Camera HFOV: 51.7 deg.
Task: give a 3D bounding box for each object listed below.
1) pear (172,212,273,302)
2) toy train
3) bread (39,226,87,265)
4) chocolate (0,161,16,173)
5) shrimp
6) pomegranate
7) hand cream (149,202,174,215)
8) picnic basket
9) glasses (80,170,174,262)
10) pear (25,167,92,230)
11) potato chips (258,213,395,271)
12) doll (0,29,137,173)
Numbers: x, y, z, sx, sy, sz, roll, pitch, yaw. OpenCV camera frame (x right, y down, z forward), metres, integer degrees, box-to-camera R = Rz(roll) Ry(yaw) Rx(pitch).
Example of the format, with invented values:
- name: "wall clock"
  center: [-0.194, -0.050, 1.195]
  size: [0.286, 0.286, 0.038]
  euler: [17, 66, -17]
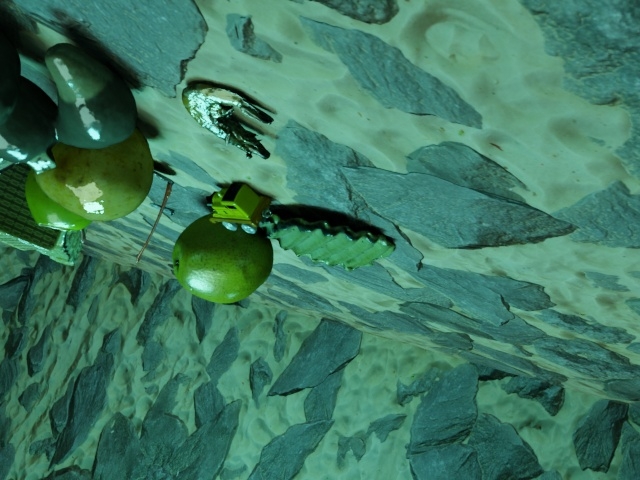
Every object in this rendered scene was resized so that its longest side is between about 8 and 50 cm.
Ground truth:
- name: "pear"
  center: [-0.287, 0.047, 1.912]
  size: [0.294, 0.294, 0.294]
  euler: [18, 166, 5]
- name: "toy train"
  center: [-0.215, -0.088, 1.687]
  size: [0.219, 0.089, 0.127]
  euler: [7, 150, 43]
- name: "bread"
  center: [-1.005, -0.080, 2.432]
  size: [0.264, 0.239, 0.395]
  euler: [21, 163, -7]
- name: "chocolate"
  center: [-0.757, -0.289, 1.483]
  size: [0.100, 0.185, 0.303]
  euler: [55, 173, 25]
- name: "shrimp"
  center: [-0.152, -0.216, 1.208]
  size: [0.150, 0.051, 0.217]
  euler: [-7, 148, 45]
- name: "pomegranate"
  center: [-0.499, -0.166, 1.463]
  size: [0.261, 0.260, 0.260]
  euler: [18, 166, 5]
- name: "hand cream"
  center: [-0.517, -0.104, 2.163]
  size: [0.093, 0.019, 0.030]
  euler: [22, 169, 18]
- name: "picnic basket"
  center: [-0.770, -0.149, 1.726]
  size: [0.175, 0.312, 0.228]
  euler: [-1, 156, 45]
- name: "glasses"
  center: [-0.527, -0.090, 1.739]
  size: [0.234, 0.268, 0.118]
  euler: [18, -177, 3]
- name: "pear"
  center: [-0.622, -0.134, 1.629]
  size: [0.188, 0.219, 0.187]
  euler: [11, 173, 1]
- name: "potato chips"
  center: [0.000, 0.000, 1.775]
  size: [0.359, 0.070, 0.429]
  euler: [20, 167, -12]
- name: "doll"
  center: [-0.562, -0.304, 1.194]
  size: [0.379, 0.252, 0.382]
  euler: [-19, 155, -1]
